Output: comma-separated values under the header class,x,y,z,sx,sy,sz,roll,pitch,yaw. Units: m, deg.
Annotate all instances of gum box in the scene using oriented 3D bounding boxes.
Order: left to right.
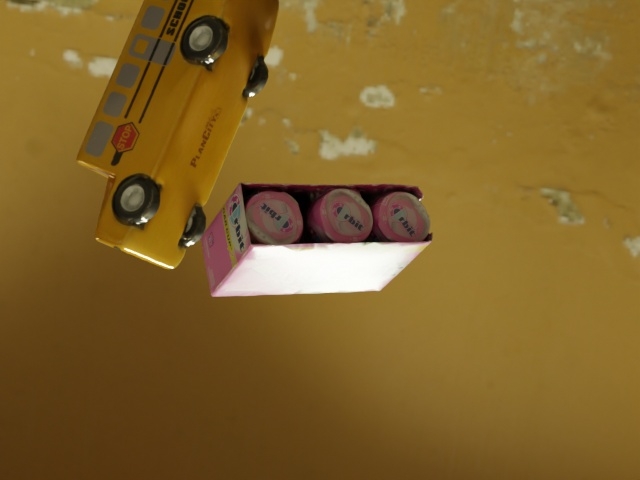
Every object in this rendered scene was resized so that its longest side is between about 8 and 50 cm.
class,x,y,z,sx,sy,sz,roll,pitch,yaw
gum box,0.000,0.000,0.892,0.188,0.062,0.107,-1,154,-27

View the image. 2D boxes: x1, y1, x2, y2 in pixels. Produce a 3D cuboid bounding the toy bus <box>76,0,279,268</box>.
class,x,y,z,sx,sy,sz,roll,pitch,yaw
toy bus,-0.157,-0.146,1.056,0.130,0.333,0.108,20,175,28
